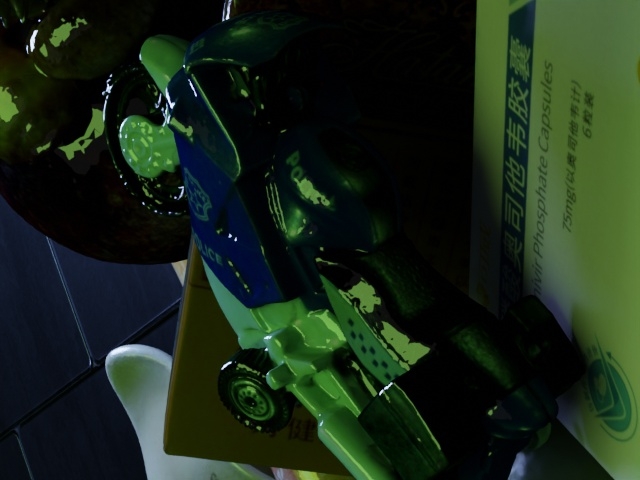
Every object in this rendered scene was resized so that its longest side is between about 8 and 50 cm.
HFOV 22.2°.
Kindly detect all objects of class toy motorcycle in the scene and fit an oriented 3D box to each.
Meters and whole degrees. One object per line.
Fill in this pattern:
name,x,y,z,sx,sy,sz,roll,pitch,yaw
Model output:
toy motorcycle,0.000,0.000,0.899,0.331,0.125,0.196,50,140,14

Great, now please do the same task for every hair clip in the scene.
hair clip,-0.084,0.205,1.462,0.282,0.113,0.172,60,142,21

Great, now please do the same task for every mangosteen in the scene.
mangosteen,-0.129,-0.141,1.227,0.330,0.330,0.330,23,119,49

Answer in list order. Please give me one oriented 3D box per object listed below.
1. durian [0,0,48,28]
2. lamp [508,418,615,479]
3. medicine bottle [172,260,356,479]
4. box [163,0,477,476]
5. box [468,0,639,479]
durian,-0.233,-0.177,0.963,0.132,0.106,0.375,60,156,4
lamp,0.194,0.208,1.062,0.182,0.182,0.314,47,156,35
medicine bottle,-0.026,0.115,1.361,0.426,0.108,0.108,62,143,18
box,0.050,-0.034,1.062,0.116,0.264,0.415,-88,7,-58
box,0.153,-0.051,0.862,0.200,0.065,0.343,-130,32,-50
